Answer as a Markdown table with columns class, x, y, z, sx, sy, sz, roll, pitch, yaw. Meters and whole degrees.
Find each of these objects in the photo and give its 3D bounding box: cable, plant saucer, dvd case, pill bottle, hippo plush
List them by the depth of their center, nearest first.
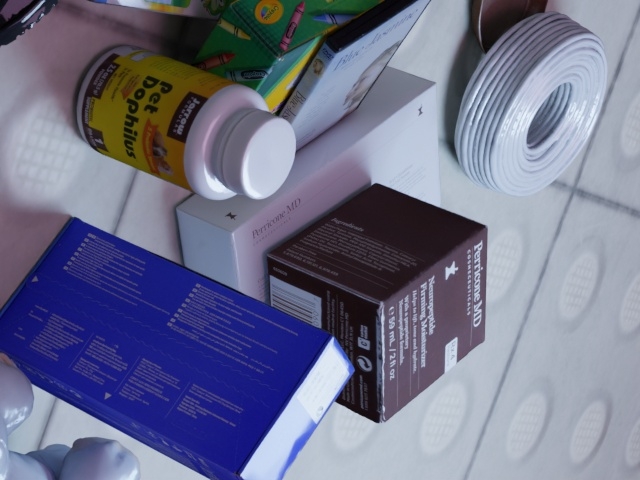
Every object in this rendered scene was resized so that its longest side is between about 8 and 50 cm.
| class | x | y | z | sx | sy | sz | roll | pitch | yaw |
| --- | --- | --- | --- | --- | --- | --- | --- | --- | --- |
| hippo plush | -0.345 | 0.242 | 1.725 | 0.236 | 0.234 | 0.294 | 53 | 33 | -22 |
| pill bottle | -0.131 | -0.112 | 1.768 | 0.117 | 0.215 | 0.117 | -32 | 133 | -42 |
| dvd case | 0.026 | -0.180 | 1.945 | 0.180 | 0.022 | 0.253 | -36 | 169 | -36 |
| plant saucer | 0.248 | -0.319 | 2.354 | 0.168 | 0.029 | 0.168 | -31 | 131 | -42 |
| cable | 0.283 | -0.179 | 2.395 | 0.257 | 0.089 | 0.257 | -19 | 134 | -48 |

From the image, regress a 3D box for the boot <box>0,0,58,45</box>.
| class | x | y | z | sx | sy | sz | roll | pitch | yaw |
| --- | --- | --- | --- | --- | --- | --- | --- | --- | --- |
| boot | -0.279 | -0.311 | 1.559 | 0.246 | 0.094 | 0.207 | -45 | 133 | -12 |

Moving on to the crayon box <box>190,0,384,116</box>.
| class | x | y | z | sx | sy | sz | roll | pitch | yaw |
| --- | --- | --- | --- | --- | --- | --- | --- | --- | --- |
| crayon box | -0.021 | -0.216 | 1.908 | 0.278 | 0.081 | 0.165 | -35 | 168 | -44 |

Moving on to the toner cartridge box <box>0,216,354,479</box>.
| class | x | y | z | sx | sy | sz | roll | pitch | yaw |
| --- | --- | --- | --- | --- | --- | --- | --- | --- | --- |
| toner cartridge box | -0.154 | 0.112 | 1.748 | 0.165 | 0.347 | 0.075 | -54 | 145 | -19 |

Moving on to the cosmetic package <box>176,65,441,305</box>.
| class | x | y | z | sx | sy | sz | roll | pitch | yaw |
| --- | --- | --- | --- | --- | --- | --- | --- | --- | --- |
| cosmetic package | 0.000 | 0.000 | 2.130 | 0.377 | 0.097 | 0.284 | -37 | 138 | -37 |

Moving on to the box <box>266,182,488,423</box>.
| class | x | y | z | sx | sy | sz | roll | pitch | yaw |
| --- | --- | --- | --- | --- | --- | --- | --- | --- | --- |
| box | 0.065 | 0.067 | 2.025 | 0.203 | 0.167 | 0.168 | -34 | 134 | -40 |

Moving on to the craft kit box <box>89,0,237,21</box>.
| class | x | y | z | sx | sy | sz | roll | pitch | yaw |
| --- | --- | --- | --- | --- | --- | --- | --- | --- | --- |
| craft kit box | -0.132 | -0.350 | 1.777 | 0.246 | 0.061 | 0.250 | 2 | 107 | -52 |
